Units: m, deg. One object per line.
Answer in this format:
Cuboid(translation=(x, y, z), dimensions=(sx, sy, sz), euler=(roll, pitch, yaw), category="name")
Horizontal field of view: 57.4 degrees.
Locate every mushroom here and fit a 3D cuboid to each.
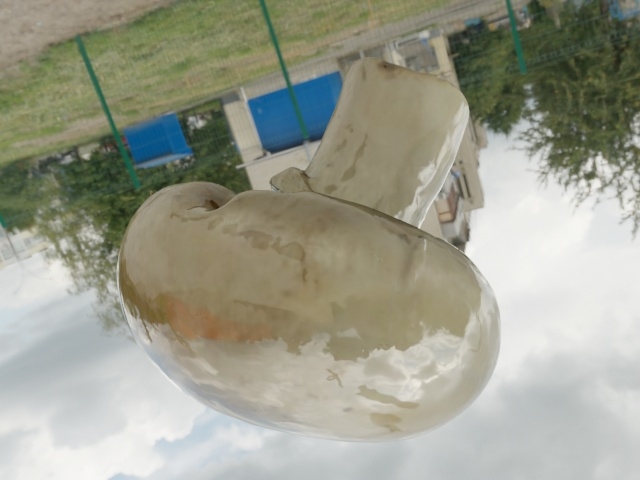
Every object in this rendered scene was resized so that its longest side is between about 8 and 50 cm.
Cuboid(translation=(0.000, 0.000, 0.462), dimensions=(0.293, 0.289, 0.292), euler=(13, 169, 3), category="mushroom")
